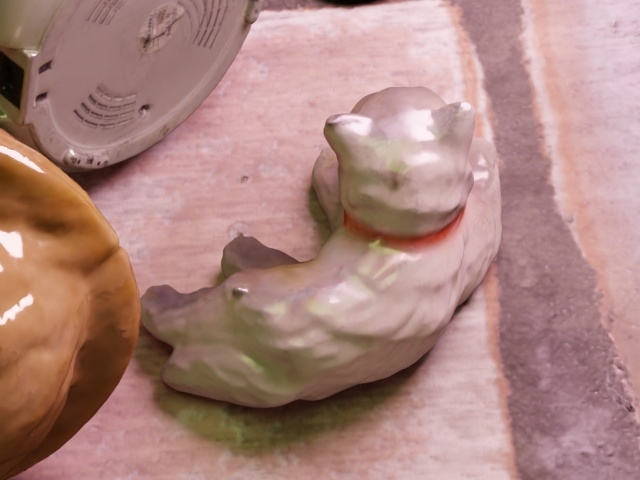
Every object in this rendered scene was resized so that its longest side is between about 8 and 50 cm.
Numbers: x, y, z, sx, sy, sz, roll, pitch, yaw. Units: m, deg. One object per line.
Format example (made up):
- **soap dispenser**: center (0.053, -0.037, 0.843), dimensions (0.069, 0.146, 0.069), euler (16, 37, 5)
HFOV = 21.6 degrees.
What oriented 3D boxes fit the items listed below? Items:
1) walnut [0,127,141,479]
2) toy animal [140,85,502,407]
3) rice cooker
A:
- **walnut**: center (-0.351, 0.054, 1.264), dimensions (0.383, 0.383, 0.383), euler (-2, 59, 3)
- **toy animal**: center (0.000, 0.000, 1.365), dimensions (0.308, 0.188, 0.266), euler (1, 68, 1)
- **rice cooker**: center (-0.249, -0.251, 1.444), dimensions (0.325, 0.335, 0.335), euler (39, 69, 23)
